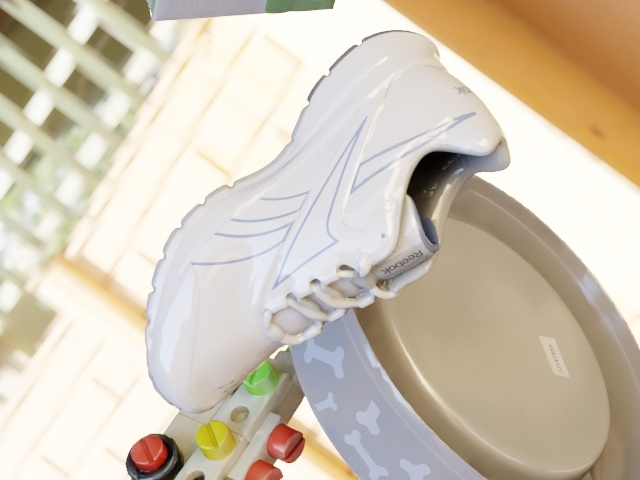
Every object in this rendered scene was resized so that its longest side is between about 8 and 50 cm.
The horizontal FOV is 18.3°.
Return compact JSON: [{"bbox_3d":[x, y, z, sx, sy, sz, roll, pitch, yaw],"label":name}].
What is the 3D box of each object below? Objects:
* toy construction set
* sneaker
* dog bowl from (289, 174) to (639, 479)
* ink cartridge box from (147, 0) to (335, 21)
[{"bbox_3d":[-0.039,0.198,1.647,0.328,0.215,0.151,-45,-41,-34],"label":"toy construction set"},{"bbox_3d":[0.000,0.000,1.297,0.297,0.129,0.111,-51,-35,3],"label":"sneaker"},{"bbox_3d":[0.121,0.101,1.614,0.102,0.349,0.349,-42,7,34],"label":"dog bowl"},{"bbox_3d":[-0.083,-0.302,2.171,0.109,0.209,0.062,107,154,-55],"label":"ink cartridge box"}]
